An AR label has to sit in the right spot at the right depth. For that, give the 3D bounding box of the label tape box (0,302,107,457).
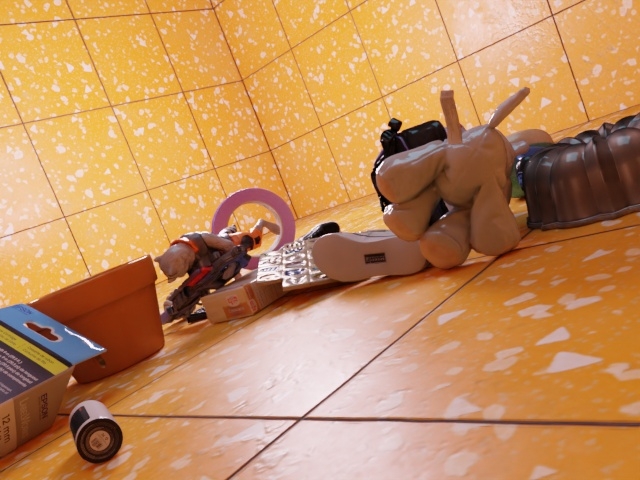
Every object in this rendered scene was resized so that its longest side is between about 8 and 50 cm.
[{"bbox_3d":[-0.570,0.244,0.987,0.249,0.115,0.348,21,25,25],"label":"label tape box"}]

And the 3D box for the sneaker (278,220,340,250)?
[{"bbox_3d":[-0.026,0.016,1.844,0.217,0.079,0.121,-30,10,-4],"label":"sneaker"}]

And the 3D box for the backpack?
[{"bbox_3d":[0.224,-0.118,1.299,0.213,0.276,0.263,-19,-2,-18],"label":"backpack"}]

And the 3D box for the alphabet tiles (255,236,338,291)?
[{"bbox_3d":[0.000,0.040,1.359,0.285,0.011,0.342,-10,15,-1],"label":"alphabet tiles"}]

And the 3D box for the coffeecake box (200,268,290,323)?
[{"bbox_3d":[-0.157,0.116,1.387,0.142,0.068,0.185,-16,8,39],"label":"coffeecake box"}]

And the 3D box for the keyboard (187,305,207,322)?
[{"bbox_3d":[-0.282,0.171,1.578,0.108,0.023,0.180,-19,5,25],"label":"keyboard"}]

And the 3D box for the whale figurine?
[{"bbox_3d":[0.489,-0.162,1.448,0.216,0.141,0.272,-20,-18,25],"label":"whale figurine"}]

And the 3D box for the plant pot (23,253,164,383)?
[{"bbox_3d":[-0.473,0.176,1.325,0.291,0.203,0.291,-22,6,2],"label":"plant pot"}]

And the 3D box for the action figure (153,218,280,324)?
[{"bbox_3d":[-0.290,0.057,1.503,0.341,0.178,0.330,-37,-13,24],"label":"action figure"}]

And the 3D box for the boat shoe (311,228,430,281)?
[{"bbox_3d":[0.104,0.020,1.154,0.268,0.096,0.088,-9,3,41],"label":"boat shoe"}]

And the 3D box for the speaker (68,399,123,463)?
[{"bbox_3d":[-0.292,0.244,0.781,0.055,0.055,0.136,-24,7,-25],"label":"speaker"}]

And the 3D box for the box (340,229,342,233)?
[{"bbox_3d":[0.000,0.000,2.087,0.094,0.027,0.137,-28,9,-38],"label":"box"}]

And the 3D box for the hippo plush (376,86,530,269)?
[{"bbox_3d":[0.231,-0.117,1.036,0.234,0.294,0.236,3,19,19],"label":"hippo plush"}]

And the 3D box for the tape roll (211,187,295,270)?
[{"bbox_3d":[-0.226,-0.038,2.035,0.275,0.274,0.090,-23,5,-13],"label":"tape roll"}]

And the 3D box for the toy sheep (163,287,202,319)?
[{"bbox_3d":[-0.373,0.171,1.613,0.091,0.091,0.132,-15,19,48],"label":"toy sheep"}]

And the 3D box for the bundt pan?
[{"bbox_3d":[0.496,-0.133,1.034,0.331,0.124,0.331,-22,5,2],"label":"bundt pan"}]

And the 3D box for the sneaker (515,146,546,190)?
[{"bbox_3d":[0.532,-0.147,1.280,0.232,0.090,0.081,0,-13,5],"label":"sneaker"}]
